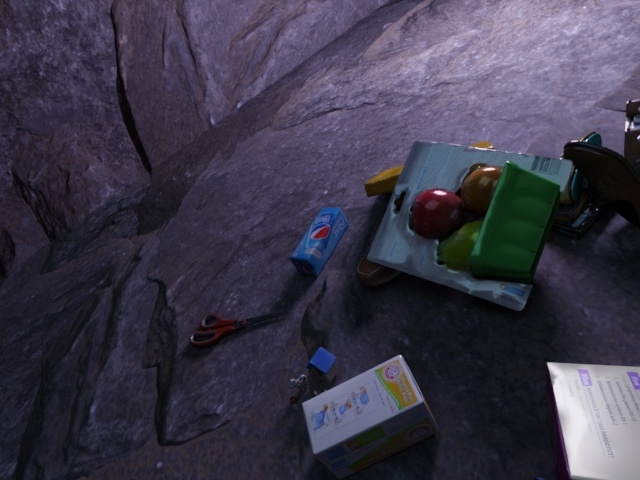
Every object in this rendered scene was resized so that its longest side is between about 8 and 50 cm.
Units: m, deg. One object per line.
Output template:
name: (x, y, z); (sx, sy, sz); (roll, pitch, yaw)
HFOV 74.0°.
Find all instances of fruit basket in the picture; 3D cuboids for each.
fruit basket: (0.315, -0.052, 0.937); (0.353, 0.165, 0.326); (16, 81, 38)

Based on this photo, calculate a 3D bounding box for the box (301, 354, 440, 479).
box: (0.088, 0.312, 0.753); (0.203, 0.114, 0.103); (-28, 35, 4)

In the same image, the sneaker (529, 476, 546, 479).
sneaker: (0.350, 0.390, 0.530); (0.083, 0.087, 0.221); (-67, 26, 4)

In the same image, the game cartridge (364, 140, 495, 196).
game cartridge: (0.302, -0.201, 1.167); (0.324, 0.052, 0.285); (-12, 12, 20)

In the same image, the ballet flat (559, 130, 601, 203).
ballet flat: (0.583, -0.175, 0.990); (0.073, 0.080, 0.232); (2, 45, 51)

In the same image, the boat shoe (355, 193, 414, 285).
boat shoe: (0.191, -0.024, 1.080); (0.123, 0.116, 0.324); (16, 56, 44)

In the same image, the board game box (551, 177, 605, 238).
board game box: (0.582, -0.088, 0.972); (0.186, 0.026, 0.126); (-42, 39, -16)

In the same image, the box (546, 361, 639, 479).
box: (0.419, 0.263, 0.510); (0.243, 0.117, 0.213); (-4, 18, 22)

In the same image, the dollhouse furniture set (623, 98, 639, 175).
dollhouse furniture set: (0.776, -0.233, 0.928); (0.184, 0.128, 0.129); (2, 47, 35)

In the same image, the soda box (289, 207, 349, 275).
soda box: (0.000, 0.000, 1.215); (0.067, 0.071, 0.210); (3, 47, 36)

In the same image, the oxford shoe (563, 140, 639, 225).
oxford shoe: (0.596, -0.121, 0.886); (0.096, 0.083, 0.227); (-43, 73, -4)

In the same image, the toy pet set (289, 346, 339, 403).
toy pet set: (-0.010, 0.286, 0.877); (0.122, 0.065, 0.114); (0, 40, 46)

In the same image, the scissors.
scissors: (-0.222, 0.235, 1.135); (0.298, 0.021, 0.108); (-7, 39, 25)
